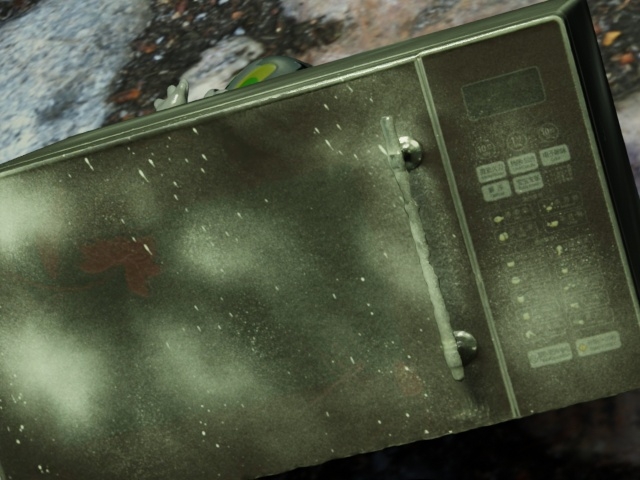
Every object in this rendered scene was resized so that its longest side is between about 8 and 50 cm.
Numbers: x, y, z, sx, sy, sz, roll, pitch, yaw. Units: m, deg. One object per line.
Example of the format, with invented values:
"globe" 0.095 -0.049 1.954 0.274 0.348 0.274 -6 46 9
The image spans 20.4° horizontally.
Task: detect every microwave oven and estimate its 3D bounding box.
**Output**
"microwave oven" 0.000 0.000 1.250 0.432 0.236 0.374 -14 8 14

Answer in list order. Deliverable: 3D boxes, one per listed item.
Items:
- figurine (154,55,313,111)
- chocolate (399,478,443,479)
"figurine" -0.069 -0.064 1.541 0.193 0.140 0.265 -9 47 56
"chocolate" 0.078 0.191 1.239 0.100 0.031 0.064 -3 47 23
